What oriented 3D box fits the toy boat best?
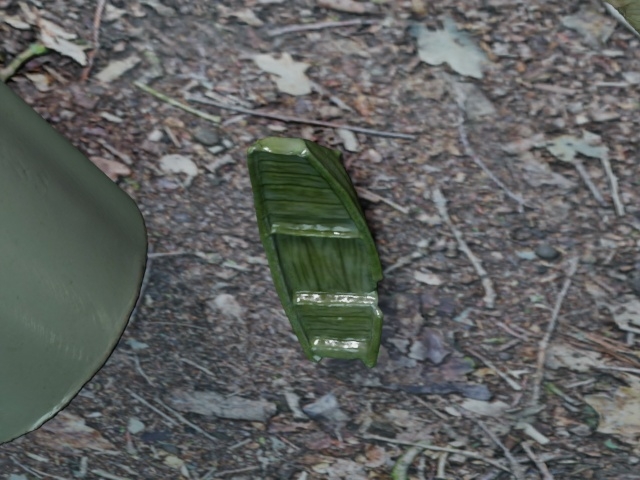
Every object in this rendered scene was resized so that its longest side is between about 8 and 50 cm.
[{"bbox_3d":[0.000,0.000,1.441,0.093,0.055,0.293,3,145,14],"label":"toy boat"}]

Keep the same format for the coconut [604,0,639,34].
[{"bbox_3d":[0.246,-0.212,0.880,0.297,0.254,0.297,4,170,1],"label":"coconut"}]

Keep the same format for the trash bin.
[{"bbox_3d":[-0.350,-0.052,1.293,0.280,0.280,0.432,-15,141,34],"label":"trash bin"}]
